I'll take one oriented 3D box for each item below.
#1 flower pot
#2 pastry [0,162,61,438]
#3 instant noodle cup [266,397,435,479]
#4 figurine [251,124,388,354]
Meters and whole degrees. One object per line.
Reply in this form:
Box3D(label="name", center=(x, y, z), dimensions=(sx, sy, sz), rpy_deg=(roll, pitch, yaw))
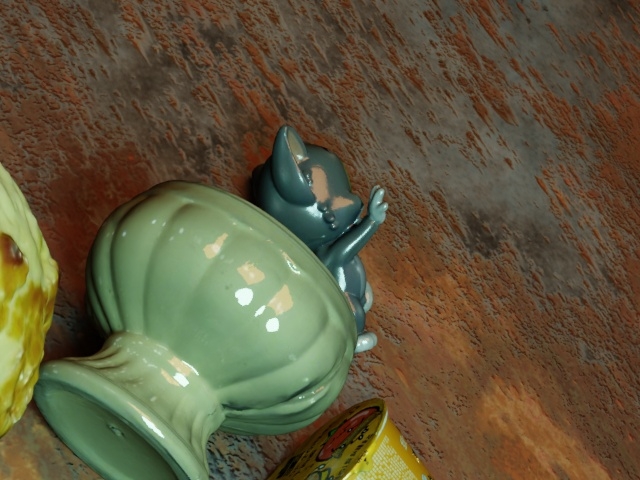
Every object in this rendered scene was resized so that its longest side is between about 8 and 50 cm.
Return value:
Box3D(label="flower pot", center=(-0.141, 0.116, 1.597), dimensions=(0.307, 0.307, 0.244), rpy_deg=(41, 61, -3))
Box3D(label="pastry", center=(-0.411, 0.069, 1.367), dimensions=(0.388, 0.388, 0.312), rpy_deg=(-8, 66, -39))
Box3D(label="instant noodle cup", center=(0.042, 0.295, 1.648), dimensions=(0.172, 0.216, 0.216), rpy_deg=(47, 43, -9))
Box3D(label="figurine", center=(-0.003, 0.004, 1.889), dimensions=(0.140, 0.193, 0.265), rpy_deg=(-3, 87, -11))
